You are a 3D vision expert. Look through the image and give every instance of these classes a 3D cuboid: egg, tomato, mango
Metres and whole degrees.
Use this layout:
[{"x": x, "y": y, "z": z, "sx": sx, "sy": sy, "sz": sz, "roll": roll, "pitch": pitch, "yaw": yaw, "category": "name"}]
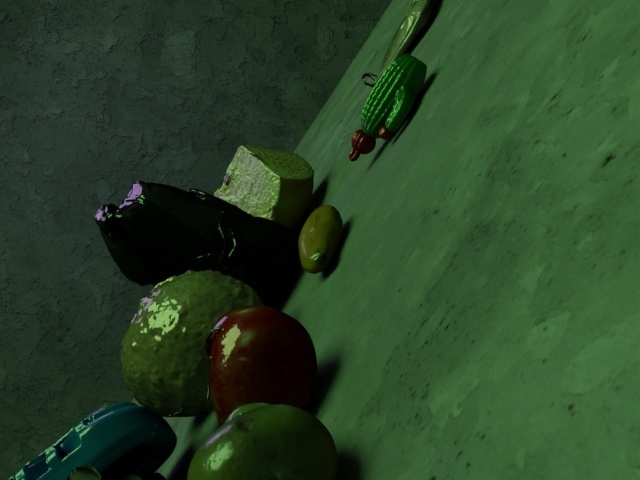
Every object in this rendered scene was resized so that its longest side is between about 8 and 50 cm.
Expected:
[{"x": -0.233, "y": 0.193, "z": 1.403, "sx": 0.310, "sy": 0.279, "sz": 0.279, "roll": -24, "pitch": 20, "yaw": 14, "category": "egg"}, {"x": -0.080, "y": 0.174, "z": 1.028, "sx": 0.187, "sy": 0.151, "sz": 0.187, "roll": 170, "pitch": 90, "yaw": -86, "category": "tomato"}, {"x": 0.000, "y": 0.000, "z": 1.428, "sx": 0.098, "sy": 0.075, "sz": 0.190, "roll": -57, "pitch": 15, "yaw": 35, "category": "mango"}]

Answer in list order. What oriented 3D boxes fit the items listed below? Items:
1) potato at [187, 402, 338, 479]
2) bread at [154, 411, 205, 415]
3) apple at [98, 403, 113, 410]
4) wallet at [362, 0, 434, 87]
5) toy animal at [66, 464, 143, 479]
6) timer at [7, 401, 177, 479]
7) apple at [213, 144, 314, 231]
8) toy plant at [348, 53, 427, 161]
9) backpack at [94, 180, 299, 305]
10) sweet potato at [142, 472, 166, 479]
[{"x": -0.061, "y": 0.236, "z": 0.785, "sx": 0.157, "sy": 0.157, "sz": 0.194, "roll": -57, "pitch": 11, "yaw": 1, "category": "potato"}, {"x": -0.287, "y": 0.286, "z": 1.694, "sx": 0.274, "sy": 0.149, "sz": 0.274, "roll": -58, "pitch": 4, "yaw": 7, "category": "bread"}, {"x": -0.556, "y": 0.571, "z": 1.853, "sx": 0.257, "sy": 0.233, "sz": 0.295, "roll": -29, "pitch": 9, "yaw": 41, "category": "apple"}, {"x": 0.238, "y": -0.593, "z": 2.118, "sx": 0.275, "sy": 0.068, "sz": 0.335, "roll": -51, "pitch": 10, "yaw": 41, "category": "wallet"}, {"x": -0.397, "y": 0.549, "z": 1.347, "sx": 0.258, "sy": 0.193, "sz": 0.357, "roll": -61, "pitch": 0, "yaw": -40, "category": "toy animal"}, {"x": -0.451, "y": 0.454, "z": 1.467, "sx": 0.340, "sy": 0.115, "sz": 0.309, "roll": -38, "pitch": -20, "yaw": -10, "category": "timer"}, {"x": -0.169, "y": -0.085, "z": 1.996, "sx": 0.314, "sy": 0.252, "sz": 0.309, "roll": -78, "pitch": 12, "yaw": -69, "category": "apple"}, {"x": 0.142, "y": -0.276, "z": 1.566, "sx": 0.154, "sy": 0.088, "sz": 0.241, "roll": 4, "pitch": 68, "yaw": 62, "category": "toy plant"}, {"x": -0.282, "y": 0.013, "z": 1.675, "sx": 0.255, "sy": 0.445, "sz": 0.363, "roll": -66, "pitch": 11, "yaw": -11, "category": "backpack"}, {"x": -0.375, "y": 0.548, "z": 1.562, "sx": 0.081, "sy": 0.062, "sz": 0.233, "roll": -35, "pitch": -11, "yaw": -43, "category": "sweet potato"}]
